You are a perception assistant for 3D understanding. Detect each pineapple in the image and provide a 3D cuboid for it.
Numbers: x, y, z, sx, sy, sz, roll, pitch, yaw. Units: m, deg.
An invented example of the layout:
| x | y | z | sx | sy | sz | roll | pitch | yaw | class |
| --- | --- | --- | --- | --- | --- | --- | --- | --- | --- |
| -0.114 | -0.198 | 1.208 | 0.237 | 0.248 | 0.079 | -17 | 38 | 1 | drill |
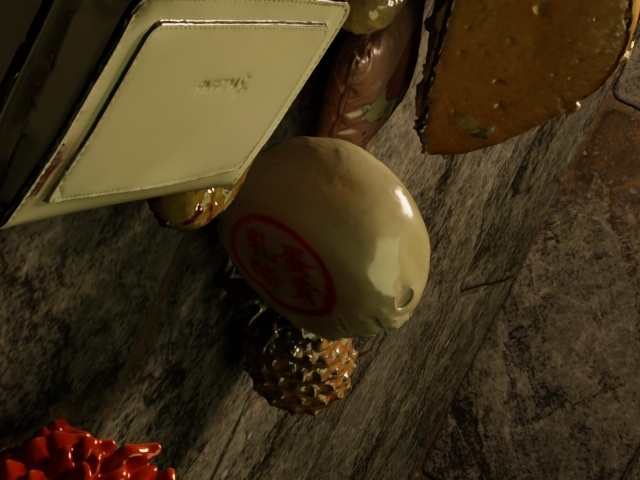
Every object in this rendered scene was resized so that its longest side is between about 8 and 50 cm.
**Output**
| x | y | z | sx | sy | sz | roll | pitch | yaw | class |
| --- | --- | --- | --- | --- | --- | --- | --- | --- | --- |
| -0.043 | 0.098 | 1.818 | 0.169 | 0.169 | 0.340 | -53 | 154 | -23 | pineapple |

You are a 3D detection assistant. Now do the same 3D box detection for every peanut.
| x | y | z | sx | sy | sz | roll | pitch | yaw | class |
| --- | --- | --- | --- | --- | --- | --- | --- | --- | --- |
| 0.074 | -0.313 | 1.608 | 0.194 | 0.083 | 0.093 | -56 | 127 | -31 | peanut |

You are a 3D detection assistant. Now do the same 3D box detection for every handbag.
| x | y | z | sx | sy | sz | roll | pitch | yaw | class |
| --- | --- | --- | --- | --- | --- | --- | --- | --- | --- |
| -0.153 | -0.137 | 1.133 | 0.237 | 0.160 | 0.358 | -61 | 162 | 19 | handbag |

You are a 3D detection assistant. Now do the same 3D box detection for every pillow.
| x | y | z | sx | sy | sz | roll | pitch | yaw | class |
| --- | --- | --- | --- | --- | --- | --- | --- | --- | --- |
| 0.063 | -0.209 | 1.726 | 0.223 | 0.084 | 0.236 | -52 | 166 | -39 | pillow |

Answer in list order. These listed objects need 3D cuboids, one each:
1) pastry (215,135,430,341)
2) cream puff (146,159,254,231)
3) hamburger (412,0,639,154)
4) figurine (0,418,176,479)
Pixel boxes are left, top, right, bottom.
| x | y | z | sx | sy | sz | roll | pitch | yaw | class |
| --- | --- | --- | --- | --- | --- | --- | --- | --- | --- |
| 0.002 | 0.001 | 1.588 | 0.133 | 0.265 | 0.265 | -50 | 160 | -30 | pastry |
| -0.128 | -0.081 | 1.402 | 0.149 | 0.084 | 0.149 | -48 | 159 | -25 | cream puff |
| 0.275 | -0.317 | 1.742 | 0.268 | 0.287 | 0.445 | -84 | -175 | -50 | hamburger |
| -0.285 | 0.337 | 1.447 | 0.306 | 0.241 | 0.412 | -29 | 171 | -16 | figurine |
